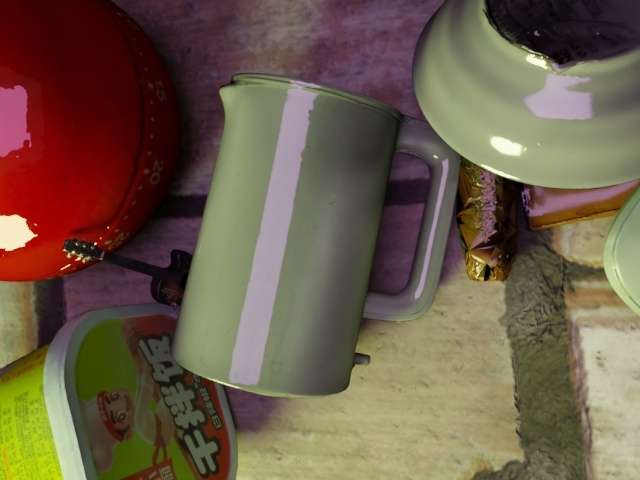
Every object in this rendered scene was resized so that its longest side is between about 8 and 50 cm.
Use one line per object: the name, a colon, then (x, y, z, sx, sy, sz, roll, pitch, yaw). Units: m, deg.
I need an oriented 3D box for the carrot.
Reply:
carrot: (0.183, -0.070, 0.766, 0.069, 0.069, 0.229, 1, 99, 18)

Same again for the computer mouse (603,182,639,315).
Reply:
computer mouse: (0.403, -0.037, 0.668, 0.159, 0.097, 0.288, 44, 102, -6)

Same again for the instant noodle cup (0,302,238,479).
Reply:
instant noodle cup: (-0.305, 0.245, 0.853, 0.308, 0.294, 0.294, -22, 84, 24)

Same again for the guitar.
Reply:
guitar: (-0.192, 0.038, 0.828, 0.025, 0.233, 0.088, 8, 80, 50)

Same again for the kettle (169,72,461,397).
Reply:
kettle: (-0.008, -0.001, 0.773, 0.265, 0.205, 0.318, 13, 92, 20)

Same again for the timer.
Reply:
timer: (-0.367, -0.138, 0.850, 0.378, 0.279, 0.378, 1, 93, 20)

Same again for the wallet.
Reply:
wallet: (0.287, -0.120, 0.758, 0.161, 0.042, 0.195, -11, 89, 22)

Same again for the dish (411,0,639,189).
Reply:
dish: (0.242, -0.205, 0.666, 0.316, 0.106, 0.316, -5, 61, 10)
